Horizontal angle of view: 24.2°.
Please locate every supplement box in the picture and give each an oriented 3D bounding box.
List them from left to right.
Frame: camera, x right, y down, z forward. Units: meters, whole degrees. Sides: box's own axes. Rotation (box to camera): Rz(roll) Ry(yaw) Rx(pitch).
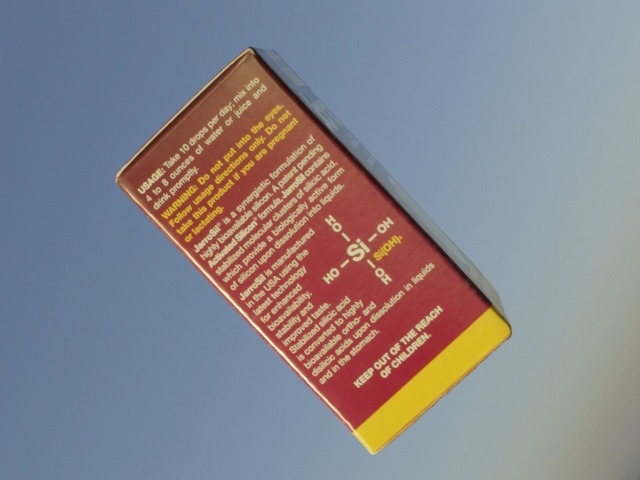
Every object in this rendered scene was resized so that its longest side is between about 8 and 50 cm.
[{"bbox_3d":[0.000,0.000,0.340,0.043,0.083,0.055,-43,3,8],"label":"supplement box"}]
